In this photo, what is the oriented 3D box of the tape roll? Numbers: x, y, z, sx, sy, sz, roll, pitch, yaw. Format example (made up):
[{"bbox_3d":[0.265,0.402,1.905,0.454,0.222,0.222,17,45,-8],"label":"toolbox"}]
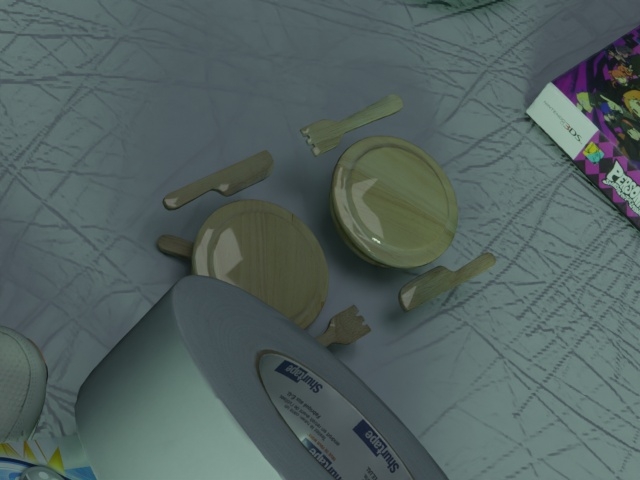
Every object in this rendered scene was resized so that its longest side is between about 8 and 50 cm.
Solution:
[{"bbox_3d":[-0.013,0.118,0.781,0.219,0.072,0.219,42,12,-11],"label":"tape roll"}]

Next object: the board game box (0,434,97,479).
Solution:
[{"bbox_3d":[-0.102,0.156,0.755,0.201,0.035,0.136,1,53,-57],"label":"board game box"}]

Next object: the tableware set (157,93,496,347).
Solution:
[{"bbox_3d":[0.000,0.000,0.978,0.194,0.039,0.128,-26,83,-33],"label":"tableware set"}]

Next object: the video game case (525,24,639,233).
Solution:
[{"bbox_3d":[0.291,-0.071,1.184,0.210,0.042,0.232,47,49,12],"label":"video game case"}]

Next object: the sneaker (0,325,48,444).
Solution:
[{"bbox_3d":[-0.222,0.097,0.727,0.262,0.121,0.099,-29,74,-40],"label":"sneaker"}]
